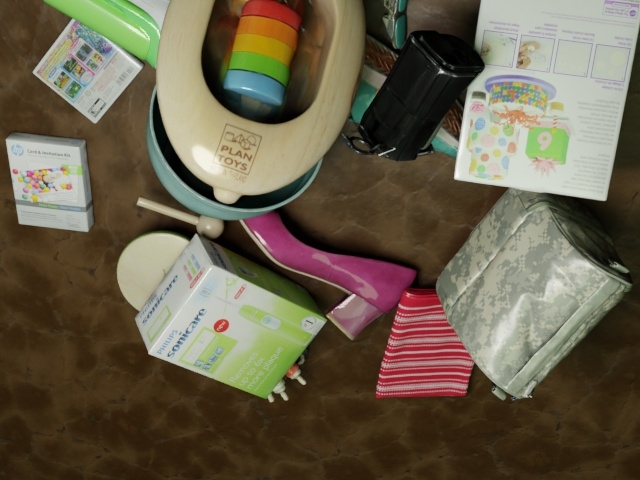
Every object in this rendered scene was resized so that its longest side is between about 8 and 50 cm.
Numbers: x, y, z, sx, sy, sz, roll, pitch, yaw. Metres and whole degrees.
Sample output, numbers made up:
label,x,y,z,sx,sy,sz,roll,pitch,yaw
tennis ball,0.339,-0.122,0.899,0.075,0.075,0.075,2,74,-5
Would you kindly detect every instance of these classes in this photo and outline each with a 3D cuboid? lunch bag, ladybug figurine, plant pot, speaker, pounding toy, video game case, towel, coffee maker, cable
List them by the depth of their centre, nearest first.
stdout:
label,x,y,z,sx,sy,sz,roll,pitch,yaw
coffee maker,0.143,-0.211,1.412,0.120,0.171,0.178,37,129,9
ladybug figurine,-0.096,-0.267,1.432,0.305,0.449,0.162,20,167,-13
speaker,-0.343,-0.395,1.549,0.296,0.131,0.131,30,122,-9
plant pot,-0.163,-0.159,1.593,0.293,0.293,0.196,33,154,-10
lunch bag,0.365,0.091,1.609,0.212,0.256,0.305,27,115,-24
video game case,-0.414,-0.306,1.682,0.143,0.019,0.157,40,121,-14
pounding toy,-0.285,0.026,1.823,0.183,0.110,0.237,16,112,-5
towel,0.224,0.203,1.835,0.199,0.031,0.275,2,125,-15
cable,-0.139,0.204,1.916,0.139,0.072,0.287,-33,110,27

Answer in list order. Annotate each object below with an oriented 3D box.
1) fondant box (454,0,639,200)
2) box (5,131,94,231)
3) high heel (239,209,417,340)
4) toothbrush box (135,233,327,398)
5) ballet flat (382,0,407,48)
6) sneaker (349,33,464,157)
label,x,y,z,sx,sy,sz,roll,pitch,yaw
fondant box,0.350,-0.243,1.471,0.238,0.096,0.330,9,101,5
box,-0.515,-0.111,1.812,0.145,0.038,0.186,7,122,6
high heel,0.000,0.000,1.770,0.181,0.127,0.377,-44,103,0
toothbrush box,-0.165,0.147,1.767,0.283,0.122,0.206,30,104,-35
ballet flat,0.120,-0.370,1.535,0.041,0.041,0.114,7,122,6
sneaker,0.125,-0.226,1.589,0.302,0.108,0.121,36,135,-13
